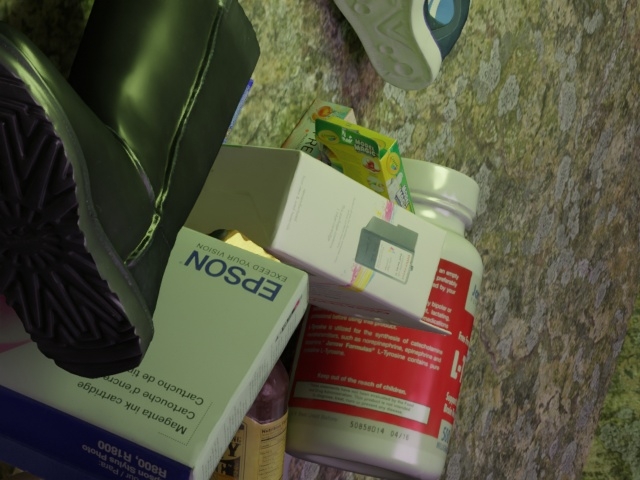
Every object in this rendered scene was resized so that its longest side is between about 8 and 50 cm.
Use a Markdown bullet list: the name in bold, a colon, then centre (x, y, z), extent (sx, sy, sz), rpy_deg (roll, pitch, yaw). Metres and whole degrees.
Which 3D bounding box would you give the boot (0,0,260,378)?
- **boot**: centre (-0.192, -0.160, 1.500), extent (0.445, 0.146, 0.367), rpy_deg (-71, 154, -43)

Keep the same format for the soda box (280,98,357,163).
- **soda box**: centre (-0.020, -0.093, 2.147), extent (0.183, 0.058, 0.063), rpy_deg (-56, 149, -28)

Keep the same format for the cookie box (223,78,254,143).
- **cookie box**: centre (-0.129, -0.169, 1.912), extent (0.092, 0.040, 0.107), rpy_deg (-66, 153, -11)

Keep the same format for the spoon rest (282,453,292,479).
- **spoon rest**: centre (-0.009, 0.257, 2.384), extent (0.137, 0.084, 0.276), rpy_deg (51, 48, -61)

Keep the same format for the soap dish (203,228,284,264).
- **soap dish**: centre (-0.194, 0.106, 1.766), extent (0.291, 0.229, 0.118), rpy_deg (-47, 118, -41)

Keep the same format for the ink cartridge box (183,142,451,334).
- **ink cartridge box**: centre (0.000, 0.000, 1.976), extent (0.353, 0.207, 0.119), rpy_deg (27, 76, -47)

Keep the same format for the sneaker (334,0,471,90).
- **sneaker**: centre (0.114, -0.377, 2.177), extent (0.323, 0.130, 0.236), rpy_deg (65, 39, -48)

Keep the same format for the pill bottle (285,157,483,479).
- **pill bottle**: centre (0.090, 0.106, 2.261), extent (0.229, 0.229, 0.408), rpy_deg (36, 65, -62)

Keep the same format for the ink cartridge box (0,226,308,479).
- **ink cartridge box**: centre (-0.223, 0.107, 1.551), extent (0.071, 0.324, 0.330), rpy_deg (93, 22, -51)

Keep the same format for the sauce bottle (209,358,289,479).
- **sauce bottle**: centre (-0.096, 0.220, 2.141), extent (0.111, 0.111, 0.344), rpy_deg (-29, 129, -54)

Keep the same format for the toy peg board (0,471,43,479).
- **toy peg board**: centre (-0.290, 0.293, 1.738), extent (0.161, 0.160, 0.079), rpy_deg (24, 49, -64)

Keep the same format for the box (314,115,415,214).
- **box**: centre (0.055, -0.085, 2.110), extent (0.043, 0.105, 0.179), rpy_deg (-52, 147, -24)
